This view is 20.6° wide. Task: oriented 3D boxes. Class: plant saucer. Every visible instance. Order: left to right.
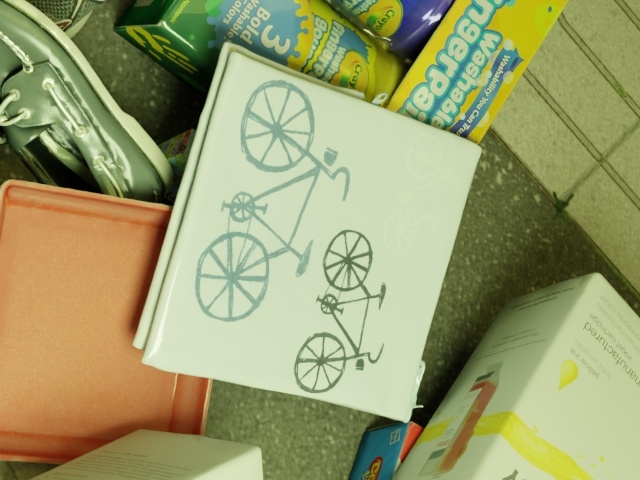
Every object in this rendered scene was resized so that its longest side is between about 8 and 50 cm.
[{"bbox_3d":[-0.218,0.085,1.695,0.258,0.048,0.259,9,90,-35],"label":"plant saucer"}]

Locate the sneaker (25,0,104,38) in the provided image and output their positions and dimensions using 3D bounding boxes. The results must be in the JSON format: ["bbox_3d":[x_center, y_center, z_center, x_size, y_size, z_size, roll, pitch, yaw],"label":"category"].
[{"bbox_3d":[-0.234,-0.311,1.802,0.121,0.112,0.299,47,55,-16],"label":"sneaker"}]

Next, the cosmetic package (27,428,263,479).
[{"bbox_3d":[-0.159,0.274,1.605,0.184,0.151,0.151,-19,109,-53],"label":"cosmetic package"}]

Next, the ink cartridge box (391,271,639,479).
[{"bbox_3d":[0.246,0.270,1.837,0.279,0.160,0.384,47,54,-16],"label":"ink cartridge box"}]

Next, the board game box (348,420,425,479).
[{"bbox_3d":[0.139,0.398,1.877,0.302,0.086,0.308,33,59,-24],"label":"board game box"}]

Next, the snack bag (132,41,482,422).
[{"bbox_3d":[0.000,0.000,1.778,0.343,0.037,0.323,16,89,-34],"label":"snack bag"}]

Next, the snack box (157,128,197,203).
[{"bbox_3d":[-0.109,-0.054,1.822,0.141,0.100,0.037,34,59,-25],"label":"snack box"}]

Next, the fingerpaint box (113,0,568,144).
[{"bbox_3d":[0.064,-0.298,1.889,0.371,0.163,0.444,37,80,-23],"label":"fingerpaint box"}]

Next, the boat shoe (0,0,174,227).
[{"bbox_3d":[-0.275,-0.126,1.713,0.319,0.116,0.099,47,53,-24],"label":"boat shoe"}]
